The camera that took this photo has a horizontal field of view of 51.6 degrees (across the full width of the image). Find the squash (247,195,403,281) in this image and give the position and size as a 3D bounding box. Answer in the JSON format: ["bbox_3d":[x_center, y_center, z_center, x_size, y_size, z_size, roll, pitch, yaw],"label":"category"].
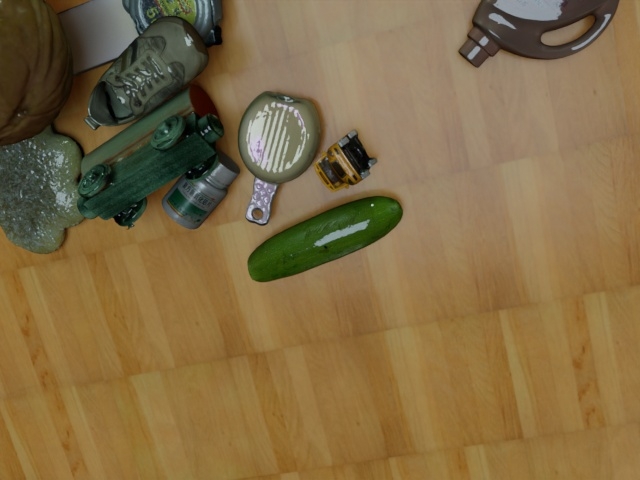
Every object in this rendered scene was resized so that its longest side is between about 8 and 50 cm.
[{"bbox_3d":[0.000,-0.001,1.116,0.292,0.082,0.082,-23,100,13],"label":"squash"}]

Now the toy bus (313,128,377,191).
[{"bbox_3d":[0.037,-0.123,1.040,0.074,0.162,0.069,-33,97,17],"label":"toy bus"}]

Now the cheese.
[{"bbox_3d":[-0.080,-0.133,1.105,0.137,0.064,0.227,18,104,7],"label":"cheese"}]

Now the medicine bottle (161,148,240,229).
[{"bbox_3d":[-0.202,-0.089,1.124,0.080,0.080,0.130,42,106,-3],"label":"medicine bottle"}]

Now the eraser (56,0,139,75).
[{"bbox_3d":[-0.375,-0.349,1.115,0.150,0.023,0.104,-16,101,12],"label":"eraser"}]

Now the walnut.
[{"bbox_3d":[-0.538,-0.295,1.003,0.333,0.333,0.333,2,104,8],"label":"walnut"}]

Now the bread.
[{"bbox_3d":[-0.516,-0.123,1.177,0.207,0.056,0.286,-26,100,15],"label":"bread"}]

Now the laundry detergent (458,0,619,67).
[{"bbox_3d":[0.332,-0.339,0.988,0.171,0.076,0.237,39,106,-3],"label":"laundry detergent"}]

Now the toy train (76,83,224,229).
[{"bbox_3d":[-0.282,-0.144,1.086,0.285,0.177,0.116,-29,134,18],"label":"toy train"}]

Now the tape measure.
[{"bbox_3d":[-0.277,-0.436,1.042,0.164,0.084,0.330,-28,102,12],"label":"tape measure"}]

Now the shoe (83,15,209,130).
[{"bbox_3d":[-0.278,-0.250,1.030,0.275,0.098,0.103,-25,114,43],"label":"shoe"}]
